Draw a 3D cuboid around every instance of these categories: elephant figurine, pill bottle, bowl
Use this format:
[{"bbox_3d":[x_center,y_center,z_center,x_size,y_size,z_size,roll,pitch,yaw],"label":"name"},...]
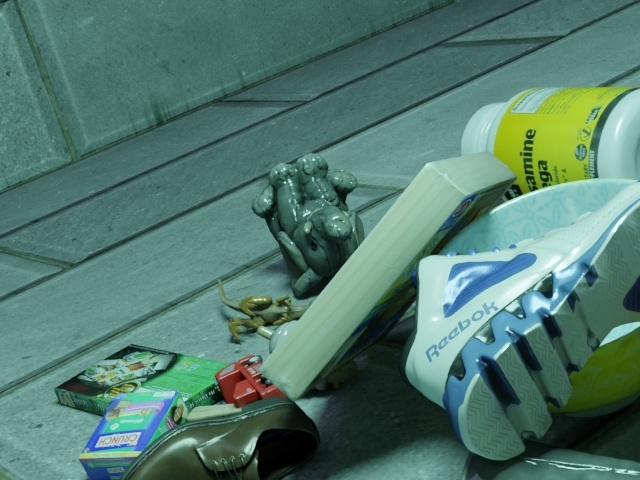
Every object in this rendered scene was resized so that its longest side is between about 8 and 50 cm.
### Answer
[{"bbox_3d":[0.000,0.000,1.885,0.169,0.186,0.239,-47,40,17],"label":"elephant figurine"},{"bbox_3d":[0.356,-0.122,1.842,0.188,0.188,0.334,-26,19,-28],"label":"pill bottle"},{"bbox_3d":[0.258,0.083,1.309,0.289,0.156,0.289,-18,31,11],"label":"bowl"}]

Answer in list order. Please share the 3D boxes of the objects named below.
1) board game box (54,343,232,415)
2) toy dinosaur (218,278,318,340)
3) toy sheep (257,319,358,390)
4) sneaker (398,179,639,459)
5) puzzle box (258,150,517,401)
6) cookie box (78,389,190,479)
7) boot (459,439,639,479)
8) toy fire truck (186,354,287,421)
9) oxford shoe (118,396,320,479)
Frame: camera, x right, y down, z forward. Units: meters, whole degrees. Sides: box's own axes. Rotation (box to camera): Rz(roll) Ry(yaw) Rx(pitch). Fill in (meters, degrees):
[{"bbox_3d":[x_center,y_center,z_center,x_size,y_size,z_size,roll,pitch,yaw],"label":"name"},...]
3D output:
[{"bbox_3d":[-0.224,0.188,1.697,0.136,0.030,0.260,-27,20,-36],"label":"board game box"},{"bbox_3d":[-0.089,0.098,1.822,0.211,0.064,0.112,5,8,31],"label":"toy dinosaur"},{"bbox_3d":[-0.016,0.134,1.560,0.132,0.091,0.091,20,30,16],"label":"toy sheep"},{"bbox_3d":[0.181,0.038,1.156,0.315,0.127,0.182,-39,36,-19],"label":"sneaker"},{"bbox_3d":[0.092,0.024,1.439,0.272,0.052,0.409,-52,-9,15],"label":"puzzle box"},{"bbox_3d":[-0.214,0.225,1.509,0.092,0.040,0.107,-7,35,28],"label":"cookie box"},{"bbox_3d":[0.212,0.214,1.046,0.209,0.076,0.190,12,13,17],"label":"boot"},{"bbox_3d":[-0.105,0.198,1.517,0.135,0.047,0.192,-23,17,-12],"label":"toy fire truck"},{"bbox_3d":[-0.105,0.231,1.359,0.227,0.082,0.096,-24,22,-18],"label":"oxford shoe"}]
